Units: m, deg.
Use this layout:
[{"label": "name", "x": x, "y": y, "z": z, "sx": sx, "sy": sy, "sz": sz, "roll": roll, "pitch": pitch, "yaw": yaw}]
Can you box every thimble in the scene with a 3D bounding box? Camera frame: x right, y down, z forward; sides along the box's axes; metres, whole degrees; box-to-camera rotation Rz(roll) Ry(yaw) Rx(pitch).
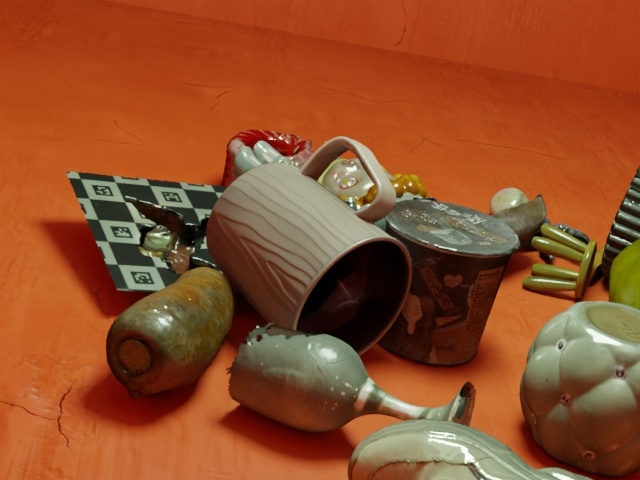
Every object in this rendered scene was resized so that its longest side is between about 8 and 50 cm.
[{"label": "thimble", "x": -0.105, "y": -0.134, "z": 2.334, "sx": 0.163, "sy": 0.125, "sz": 0.189, "roll": 21, "pitch": 24, "yaw": 20}]

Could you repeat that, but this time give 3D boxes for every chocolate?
[{"label": "chocolate", "x": 0.318, "y": 0.006, "z": 2.223, "sx": 0.261, "sy": 0.161, "sz": 0.083, "roll": -21, "pitch": 77, "yaw": -45}]

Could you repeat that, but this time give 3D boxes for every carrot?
[{"label": "carrot", "x": -0.193, "y": 0.117, "z": 1.659, "sx": 0.138, "sy": 0.139, "sz": 0.302, "roll": 15, "pitch": 20, "yaw": 8}]

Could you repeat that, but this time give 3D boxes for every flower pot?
[{"label": "flower pot", "x": 0.399, "y": 0.201, "z": 1.676, "sx": 0.246, "sy": 0.195, "sz": 0.246, "roll": 9, "pitch": 21, "yaw": -4}]

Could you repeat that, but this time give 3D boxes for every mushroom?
[{"label": "mushroom", "x": 0.394, "y": -0.070, "z": 2.509, "sx": 0.083, "sy": 0.083, "sz": 0.067, "roll": 36, "pitch": -10, "yaw": 46}]

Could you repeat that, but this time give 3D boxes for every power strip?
[{"label": "power strip", "x": 0.539, "y": 0.044, "z": 2.329, "sx": 0.028, "sy": 0.049, "sz": 0.178, "roll": 27, "pitch": 26, "yaw": 22}]

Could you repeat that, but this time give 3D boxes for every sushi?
[{"label": "sushi", "x": -0.218, "y": 0.015, "z": 1.993, "sx": 0.359, "sy": 0.064, "sz": 0.343, "roll": 4, "pitch": 32, "yaw": -29}]

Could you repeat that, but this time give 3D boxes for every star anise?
[{"label": "star anise", "x": 0.445, "y": -0.009, "z": 2.392, "sx": 0.204, "sy": 0.061, "sz": 0.180, "roll": 23, "pitch": 24, "yaw": 24}]

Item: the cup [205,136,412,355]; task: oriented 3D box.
[{"label": "cup", "x": -0.015, "y": 0.004, "z": 1.785, "sx": 0.208, "sy": 0.288, "sz": 0.273, "roll": -12, "pitch": 37, "yaw": -35}]

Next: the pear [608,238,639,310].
[{"label": "pear", "x": 0.600, "y": 0.122, "z": 1.917, "sx": 0.269, "sy": 0.269, "sz": 0.321, "roll": -2, "pitch": 39, "yaw": -30}]

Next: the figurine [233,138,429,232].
[{"label": "figurine", "x": 0.027, "y": -0.067, "z": 2.119, "sx": 0.224, "sy": 0.205, "sz": 0.382, "roll": -12, "pitch": 34, "yaw": -37}]

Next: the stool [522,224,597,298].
[{"label": "stool", "x": 0.440, "y": 0.040, "z": 2.206, "sx": 0.110, "sy": 0.134, "sz": 0.135, "roll": 14, "pitch": -23, "yaw": 17}]

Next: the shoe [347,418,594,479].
[{"label": "shoe", "x": 0.186, "y": 0.321, "z": 1.358, "sx": 0.342, "sy": 0.132, "sz": 0.210, "roll": 19, "pitch": 20, "yaw": 7}]

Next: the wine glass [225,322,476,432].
[{"label": "wine glass", "x": 0.041, "y": 0.204, "z": 1.567, "sx": 0.321, "sy": 0.143, "sz": 0.143, "roll": 17, "pitch": 22, "yaw": 16}]

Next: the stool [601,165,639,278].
[{"label": "stool", "x": 0.735, "y": 0.000, "z": 2.236, "sx": 0.330, "sy": 0.297, "sz": 0.297, "roll": 26, "pitch": 25, "yaw": 22}]

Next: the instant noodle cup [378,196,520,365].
[{"label": "instant noodle cup", "x": 0.183, "y": 0.067, "z": 1.880, "sx": 0.217, "sy": 0.207, "sz": 0.217, "roll": 9, "pitch": 21, "yaw": -4}]
